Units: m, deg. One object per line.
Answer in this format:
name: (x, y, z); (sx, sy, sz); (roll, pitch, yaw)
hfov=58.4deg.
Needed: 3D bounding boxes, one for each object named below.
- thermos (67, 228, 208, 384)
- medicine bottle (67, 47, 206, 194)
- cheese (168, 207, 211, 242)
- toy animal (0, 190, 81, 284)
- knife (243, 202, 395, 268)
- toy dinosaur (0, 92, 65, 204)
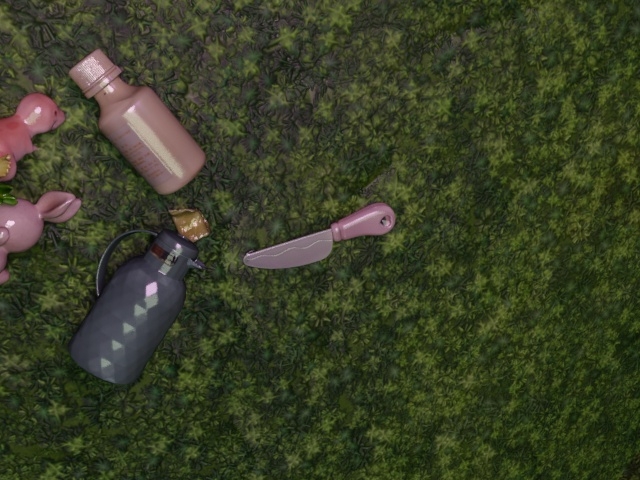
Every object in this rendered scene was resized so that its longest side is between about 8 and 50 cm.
thermos: (-0.343, 0.105, 1.060); (0.182, 0.145, 0.287); (33, 93, 7)
medicine bottle: (-0.311, -0.201, 0.969); (0.114, 0.114, 0.252); (-40, 117, -4)
cheese: (-0.251, -0.040, 1.090); (0.060, 0.041, 0.084); (-24, 131, -3)
toy animal: (-0.518, -0.031, 0.964); (0.212, 0.124, 0.124); (-47, 119, -24)
knife: (0.001, 0.002, 1.212); (0.335, 0.043, 0.081); (-19, 121, -7)
toy dinosaur: (-0.487, -0.152, 0.882); (0.177, 0.152, 0.194); (-63, 154, 6)
